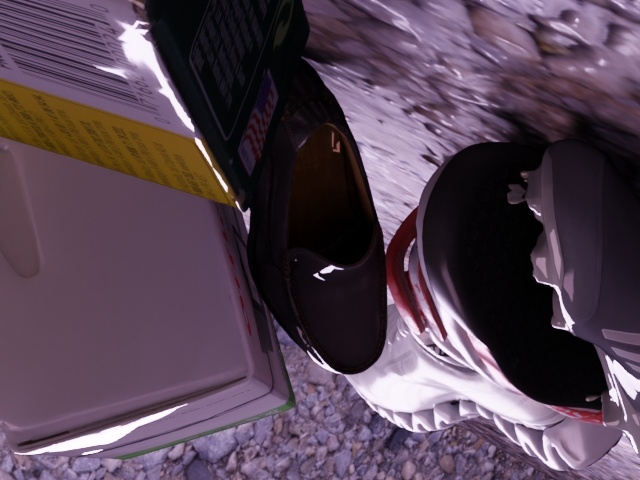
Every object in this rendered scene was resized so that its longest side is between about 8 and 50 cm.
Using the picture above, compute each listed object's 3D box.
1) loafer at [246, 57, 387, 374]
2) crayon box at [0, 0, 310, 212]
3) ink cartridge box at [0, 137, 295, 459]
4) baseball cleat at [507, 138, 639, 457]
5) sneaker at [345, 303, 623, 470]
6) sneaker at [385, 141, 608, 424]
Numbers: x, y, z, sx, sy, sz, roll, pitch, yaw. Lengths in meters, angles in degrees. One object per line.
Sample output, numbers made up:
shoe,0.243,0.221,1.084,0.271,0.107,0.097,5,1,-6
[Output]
loafer,0.000,0.000,0.793,0.061,0.062,0.170,46,160,53
crayon box,-0.172,-0.113,0.549,0.318,0.081,0.202,16,168,9
ink cartridge box,-0.098,0.000,0.868,0.115,0.198,0.273,-16,172,0
baseball cleat,0.146,0.022,0.676,0.109,0.072,0.206,-6,149,20
sneaker,0.092,0.070,1.187,0.118,0.110,0.292,40,162,-26
sneaker,0.073,0.017,0.795,0.145,0.090,0.270,22,174,37
